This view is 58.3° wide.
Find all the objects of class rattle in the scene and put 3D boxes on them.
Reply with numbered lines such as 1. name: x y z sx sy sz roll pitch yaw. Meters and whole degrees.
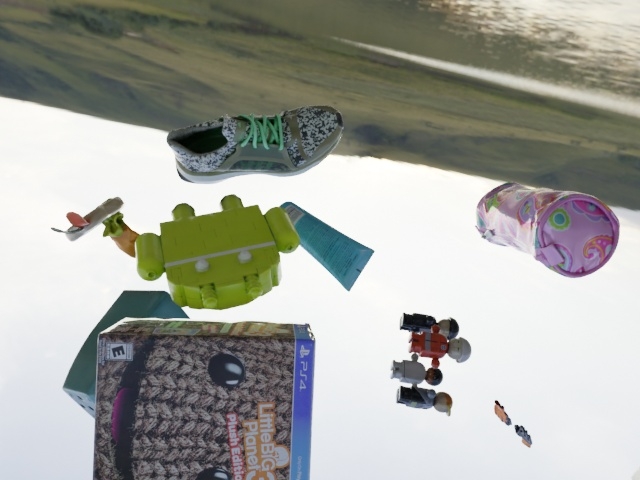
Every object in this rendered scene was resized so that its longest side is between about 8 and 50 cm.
1. rattle: -0.410 -0.002 1.081 0.130 0.143 0.199 -20 -168 -12

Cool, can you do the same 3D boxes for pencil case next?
1. pencil case: 0.333 -0.024 0.889 0.124 0.124 0.284 12 -172 -6

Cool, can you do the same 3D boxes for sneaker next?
1. sneaker: -0.152 -0.221 1.265 0.410 0.158 0.182 -12 170 7

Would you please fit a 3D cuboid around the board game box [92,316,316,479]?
1. board game box: -0.159 0.239 0.831 0.291 0.232 0.141 2 -179 -4

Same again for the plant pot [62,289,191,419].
1. plant pot: -0.379 0.239 1.148 0.165 0.166 0.234 -4 -142 40

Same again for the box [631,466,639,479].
1. box: 0.667 0.456 0.951 0.232 0.127 0.148 38 -166 15

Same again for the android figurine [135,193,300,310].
1. android figurine: -0.157 0.014 0.883 0.248 0.056 0.273 -11 -146 -11

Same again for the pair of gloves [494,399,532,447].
1. pair of gloves: 0.324 0.311 0.967 0.010 0.074 0.083 -37 -132 -10

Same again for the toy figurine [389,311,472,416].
1. toy figurine: 0.261 0.289 1.371 0.148 0.209 0.213 9 -170 -3

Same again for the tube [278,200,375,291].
1. tube: 0.000 0.000 0.990 0.207 0.080 0.052 37 -165 36
